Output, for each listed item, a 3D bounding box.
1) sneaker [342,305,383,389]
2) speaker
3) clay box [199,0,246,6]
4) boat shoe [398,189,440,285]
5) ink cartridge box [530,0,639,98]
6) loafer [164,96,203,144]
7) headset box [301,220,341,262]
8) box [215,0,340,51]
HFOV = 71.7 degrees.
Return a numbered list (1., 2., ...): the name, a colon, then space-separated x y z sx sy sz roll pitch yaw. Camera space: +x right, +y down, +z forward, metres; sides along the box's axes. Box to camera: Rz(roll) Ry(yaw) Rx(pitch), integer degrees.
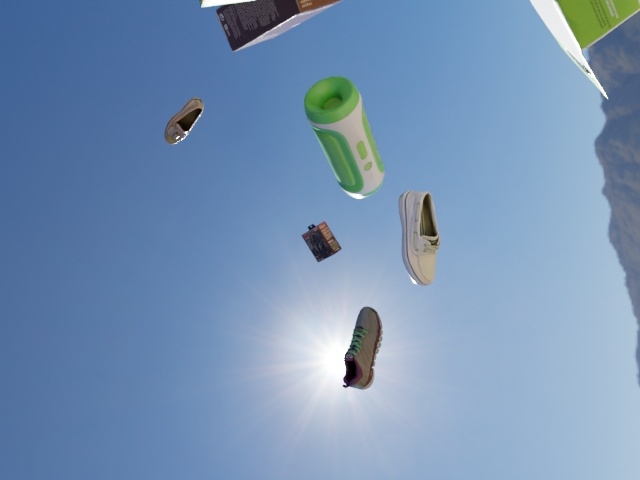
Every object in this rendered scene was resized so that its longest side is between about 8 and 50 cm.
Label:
1. sneaker: 0.108 0.286 1.189 0.098 0.083 0.223 21 -109 -49
2. speaker: 0.063 -0.224 1.017 0.296 0.131 0.131 56 -133 -55
3. clay box: -0.173 -0.528 0.880 0.127 0.222 0.053 -19 -80 -20
4. boat shoe: 0.230 -0.001 0.998 0.083 0.076 0.226 -23 -77 -32
5. ink cartridge box: 0.423 -0.381 0.716 0.255 0.097 0.189 28 -142 -36
6. loafer: -0.298 -0.256 0.964 0.045 0.125 0.039 27 -154 -42
7. headset box: 0.000 0.000 1.006 0.032 0.062 0.083 -35 -85 -45
8. box: -0.126 -0.698 1.310 0.191 0.381 0.143 -35 -67 -31
